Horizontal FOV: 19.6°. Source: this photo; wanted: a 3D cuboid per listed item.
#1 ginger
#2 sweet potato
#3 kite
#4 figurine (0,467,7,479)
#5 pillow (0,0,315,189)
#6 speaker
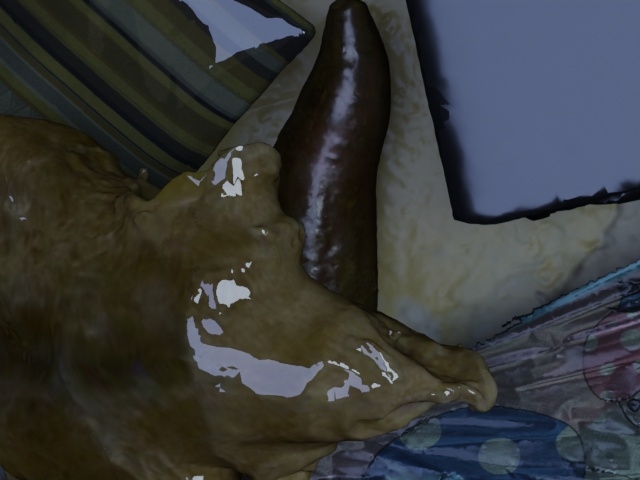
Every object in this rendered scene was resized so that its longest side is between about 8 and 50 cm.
[{"bbox_3d":[-0.060,0.056,0.850,0.270,0.123,0.218,17,106,29],"label":"ginger"},{"bbox_3d":[0.000,0.000,0.928,0.077,0.077,0.243,11,96,8],"label":"sweet potato"},{"bbox_3d":[0.123,0.156,0.912,0.369,0.014,0.406,17,107,-4],"label":"kite"},{"bbox_3d":[-0.233,0.163,0.976,0.260,0.103,0.205,42,64,6],"label":"figurine"},{"bbox_3d":[-0.141,-0.097,0.941,0.208,0.052,0.212,42,111,4],"label":"pillow"},{"bbox_3d":[0.167,-0.141,0.833,0.254,0.184,0.232,-12,92,11],"label":"speaker"}]
